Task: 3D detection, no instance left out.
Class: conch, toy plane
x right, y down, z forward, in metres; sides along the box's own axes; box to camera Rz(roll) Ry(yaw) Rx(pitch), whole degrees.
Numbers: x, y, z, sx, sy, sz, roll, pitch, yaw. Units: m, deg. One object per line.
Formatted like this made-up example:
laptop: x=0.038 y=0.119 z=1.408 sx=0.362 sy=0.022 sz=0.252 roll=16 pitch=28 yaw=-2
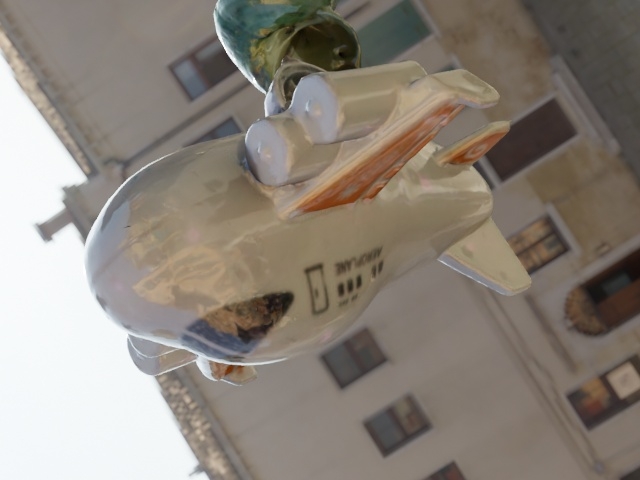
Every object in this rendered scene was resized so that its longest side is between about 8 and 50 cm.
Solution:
conch: x=-0.035 y=-0.247 z=1.377 sx=0.122 sy=0.176 sz=0.188 roll=-75 pitch=-7 yaw=-67
toy plane: x=0.000 y=0.000 z=0.577 sx=0.117 sy=0.245 sz=0.245 roll=59 pitch=-172 yaw=18
